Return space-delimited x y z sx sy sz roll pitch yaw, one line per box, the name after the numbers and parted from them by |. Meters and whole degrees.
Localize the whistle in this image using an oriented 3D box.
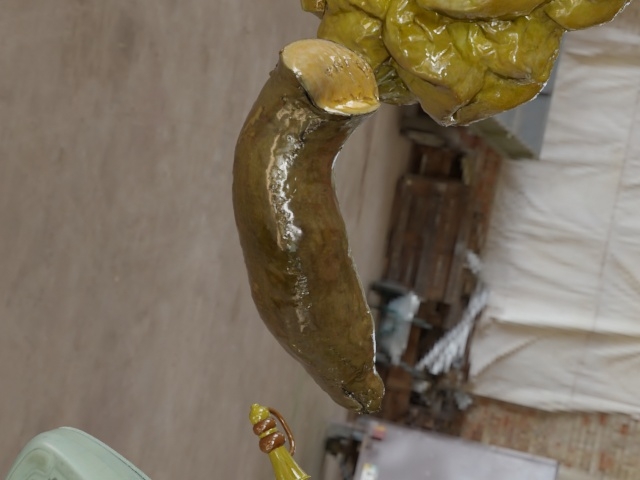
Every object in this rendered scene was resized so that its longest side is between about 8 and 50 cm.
-0.046 0.241 1.363 0.046 0.057 0.109 -46 -118 52 | whistle

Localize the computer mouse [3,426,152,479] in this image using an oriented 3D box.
-0.109 0.230 0.680 0.097 0.288 0.159 17 100 -41 | computer mouse

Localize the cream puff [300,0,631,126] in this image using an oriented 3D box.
0.125 -0.229 1.053 0.291 0.324 0.257 -22 124 -62 | cream puff

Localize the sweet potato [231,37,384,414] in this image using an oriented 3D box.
0.000 0.003 0.803 0.085 0.112 0.286 -95 175 -70 | sweet potato
